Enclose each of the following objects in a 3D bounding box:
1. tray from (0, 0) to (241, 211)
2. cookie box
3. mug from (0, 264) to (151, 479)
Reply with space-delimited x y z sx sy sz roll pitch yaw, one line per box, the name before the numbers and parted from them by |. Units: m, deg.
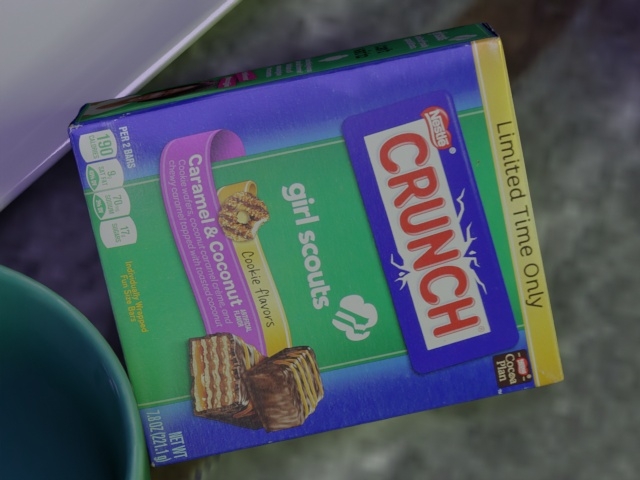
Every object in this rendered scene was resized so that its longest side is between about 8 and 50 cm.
tray | -0.060 -0.121 0.530 0.270 0.030 0.145 -41 83 -3
cookie box | 0.000 0.000 0.493 0.107 0.040 0.092 -12 104 0
mug | -0.103 0.091 0.450 0.129 0.097 0.158 4 48 2
